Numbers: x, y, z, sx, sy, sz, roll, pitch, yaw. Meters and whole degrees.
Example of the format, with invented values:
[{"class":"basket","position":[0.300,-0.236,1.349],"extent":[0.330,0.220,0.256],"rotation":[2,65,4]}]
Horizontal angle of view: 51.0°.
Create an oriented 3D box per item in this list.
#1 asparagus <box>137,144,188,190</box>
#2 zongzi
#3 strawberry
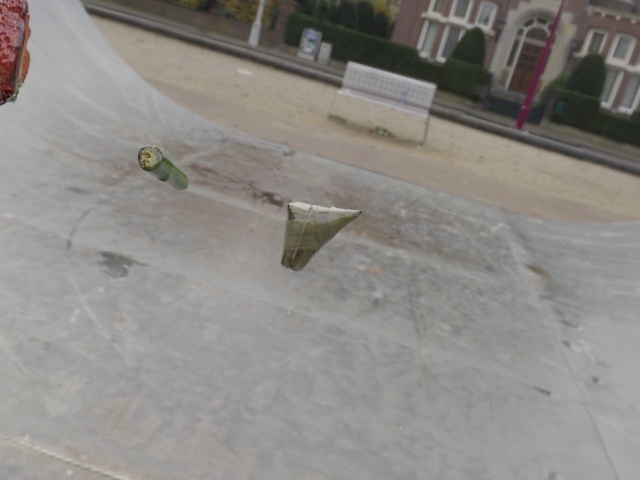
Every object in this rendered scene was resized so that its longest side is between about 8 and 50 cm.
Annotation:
[{"class":"asparagus","position":[-0.383,-0.174,1.655],"extent":[0.067,0.060,0.277],"rotation":[49,-1,5]},{"class":"zongzi","position":[0.000,0.000,1.482],"extent":[0.176,0.160,0.078],"rotation":[10,11,20]},{"class":"strawberry","position":[-0.642,-0.386,1.342],"extent":[0.098,0.228,0.174],"rotation":[11,44,-19]}]
